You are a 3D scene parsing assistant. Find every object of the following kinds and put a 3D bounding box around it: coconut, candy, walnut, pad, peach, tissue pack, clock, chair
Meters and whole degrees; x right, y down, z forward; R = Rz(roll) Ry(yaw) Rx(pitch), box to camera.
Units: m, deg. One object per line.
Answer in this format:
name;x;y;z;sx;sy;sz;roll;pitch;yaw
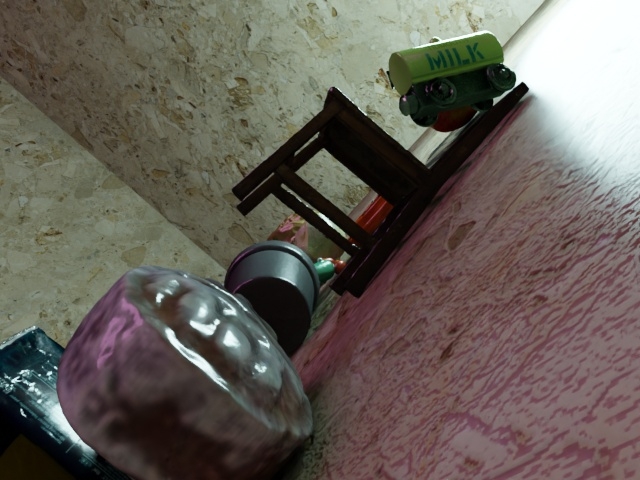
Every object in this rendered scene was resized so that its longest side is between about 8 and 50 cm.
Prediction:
coconut;0.000;0.000;1.301;0.116;0.116;0.122;-50;8;-32
candy;-0.115;0.125;0.507;0.157;0.214;0.289;-50;5;-1
walnut;-0.045;0.023;1.473;0.213;0.213;0.213;-49;2;2
pad;0.314;-0.243;1.320;0.220;0.004;0.330;-48;2;27
peach;0.289;-0.301;1.231;0.151;0.118;0.151;-9;4;1
tissue pack;-0.502;0.401;1.061;0.253;0.416;0.264;-51;3;17
clock;0.132;-0.067;1.279;0.205;0.051;0.205;-49;0;0
chair;0.087;-0.143;0.895;0.416;0.241;0.203;-50;-1;-8

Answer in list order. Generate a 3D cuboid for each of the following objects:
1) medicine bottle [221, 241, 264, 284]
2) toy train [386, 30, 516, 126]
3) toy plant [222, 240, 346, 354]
medicine bottle;-0.193;0.177;1.580;0.316;0.202;0.202;-49;2;-31
toy train;0.242;-0.311;1.044;0.253;0.157;0.105;-19;-12;-18
toy plant;-0.103;0.095;1.109;0.279;0.185;0.400;-41;10;6
